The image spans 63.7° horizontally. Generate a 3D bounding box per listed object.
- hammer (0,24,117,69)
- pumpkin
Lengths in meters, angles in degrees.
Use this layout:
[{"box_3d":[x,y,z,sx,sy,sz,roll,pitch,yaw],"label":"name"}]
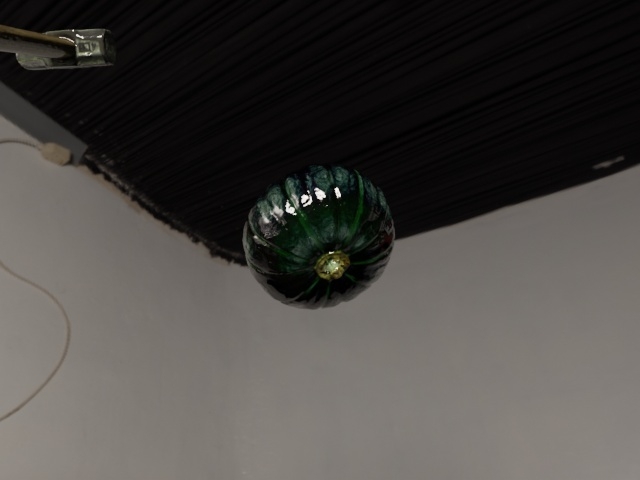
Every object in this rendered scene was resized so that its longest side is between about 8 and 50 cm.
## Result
[{"box_3d":[-0.321,-0.196,0.489,0.365,0.111,0.044,-82,170,-75],"label":"hammer"},{"box_3d":[0.000,0.000,0.657,0.202,0.202,0.140,49,15,-37],"label":"pumpkin"}]
